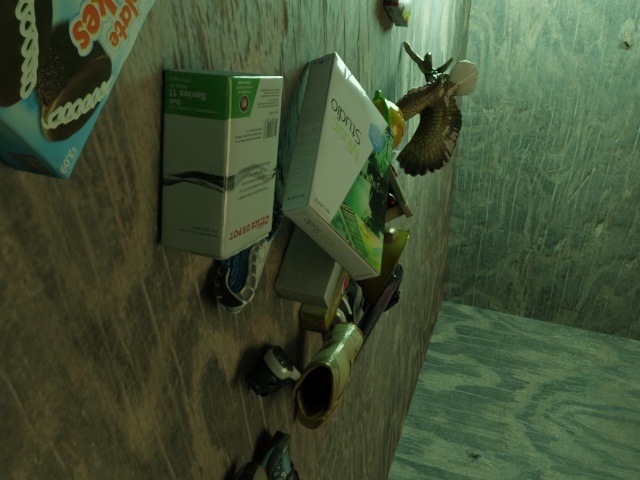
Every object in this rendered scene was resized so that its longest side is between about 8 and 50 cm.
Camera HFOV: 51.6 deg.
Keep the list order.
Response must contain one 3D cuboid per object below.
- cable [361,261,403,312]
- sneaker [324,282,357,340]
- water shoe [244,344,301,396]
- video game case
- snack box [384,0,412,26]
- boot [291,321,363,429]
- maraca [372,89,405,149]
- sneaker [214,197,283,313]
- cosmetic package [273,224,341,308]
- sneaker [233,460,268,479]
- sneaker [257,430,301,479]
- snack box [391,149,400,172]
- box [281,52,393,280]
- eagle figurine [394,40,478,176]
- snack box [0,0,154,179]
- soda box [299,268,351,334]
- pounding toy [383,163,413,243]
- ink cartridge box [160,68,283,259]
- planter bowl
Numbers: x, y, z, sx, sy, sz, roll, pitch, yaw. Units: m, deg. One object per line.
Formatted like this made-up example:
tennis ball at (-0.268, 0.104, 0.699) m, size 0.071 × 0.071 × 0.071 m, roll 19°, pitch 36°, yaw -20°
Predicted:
cable at (0.161, 0.130, 1.818) m, size 0.184 × 0.047 × 0.150 m, roll -48°, pitch -144°, yaw 46°
sneaker at (0.057, 0.168, 1.541) m, size 0.217 × 0.079 × 0.121 m, roll 75°, pitch 31°, yaw -54°
water shoe at (-0.089, 0.230, 1.162) m, size 0.080 × 0.073 × 0.203 m, roll -38°, pitch 166°, yaw -5°
video game case at (0.128, 0.188, 1.667) m, size 0.274 × 0.026 × 0.196 m, roll -62°, pitch 179°, yaw 11°
snack box at (0.191, -0.583, 1.585) m, size 0.141 × 0.037 × 0.100 m, roll 6°, pitch 93°, yaw -73°
boot at (-0.005, 0.311, 1.334) m, size 0.262 × 0.095 × 0.203 m, roll -65°, pitch 172°, yaw 22°
maraca at (0.139, -0.271, 1.521) m, size 0.185 × 0.099 × 0.127 m, roll -100°, pitch -167°, yaw -55°
sneaker at (-0.109, 0.020, 0.970) m, size 0.083 × 0.071 × 0.190 m, roll 106°, pitch 3°, yaw -65°
cosmetic package at (0.000, 0.000, 1.229) m, size 0.060 × 0.099 × 0.239 m, roll 71°, pitch 34°, yaw -63°
sneaker at (-0.109, 0.502, 1.186) m, size 0.108 × 0.100 × 0.271 m, roll -68°, pitch 160°, yaw -48°
sneaker at (-0.056, 0.485, 1.290) m, size 0.104 × 0.125 × 0.261 m, roll -50°, pitch 146°, yaw -59°
snack box at (0.189, -0.218, 1.828) m, size 0.178 × 0.022 × 0.064 m, roll -18°, pitch 118°, yaw -71°
box at (0.042, -0.125, 1.134) m, size 0.232 × 0.058 × 0.322 m, roll 43°, pitch 47°, yaw -44°
eagle figurine at (0.276, -0.348, 1.762) m, size 0.225 × 0.226 × 0.298 m, roll 112°, pitch -4°, yaw -55°
snack box at (-0.198, -0.232, 0.510) m, size 0.187 × 0.060 × 0.322 m, roll 65°, pitch 39°, yaw -63°
soda box at (0.014, 0.108, 1.404) m, size 0.061 × 0.058 × 0.181 m, roll 83°, pitch 25°, yaw -45°
pounding toy at (0.092, -0.095, 1.372) m, size 0.269 × 0.155 × 0.154 m, roll 62°, pitch 11°, yaw -14°
ink cartridge box at (-0.118, -0.098, 0.804) m, size 0.153 × 0.087 × 0.208 m, roll -33°, pitch 131°, yaw -67°
planter bowl at (0.135, 0.049, 1.654) m, size 0.217 × 0.090 × 0.217 m, roll -63°, pitch 178°, yaw -3°
